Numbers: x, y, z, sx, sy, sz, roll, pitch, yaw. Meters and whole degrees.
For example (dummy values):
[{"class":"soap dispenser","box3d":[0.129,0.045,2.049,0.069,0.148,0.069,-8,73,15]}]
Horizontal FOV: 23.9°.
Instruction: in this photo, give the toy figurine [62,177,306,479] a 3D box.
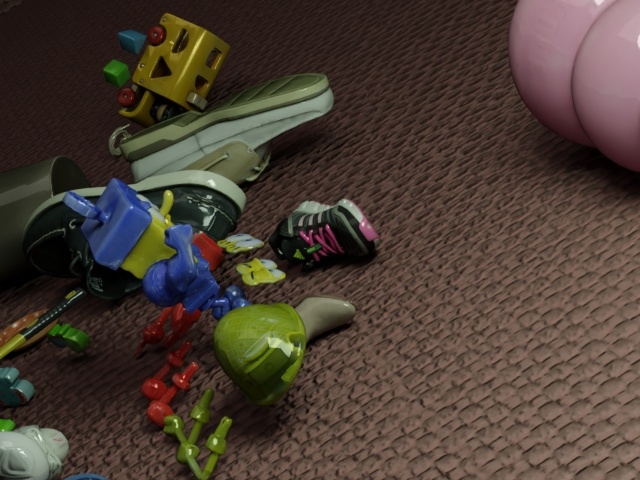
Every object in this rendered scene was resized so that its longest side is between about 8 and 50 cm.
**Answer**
[{"class":"toy figurine","box3d":[-0.169,0.044,1.440,0.191,0.217,0.362,-48,23,4]}]

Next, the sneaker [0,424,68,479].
[{"class":"sneaker","box3d":[-0.282,0.204,1.405,0.115,0.090,0.232,-32,0,-29]}]

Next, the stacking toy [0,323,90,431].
[{"class":"stacking toy","box3d":[-0.372,0.169,1.690,0.221,0.052,0.167,-7,34,37]}]

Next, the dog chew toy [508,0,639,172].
[{"class":"dog chew toy","box3d":[0.308,-0.154,1.388,0.206,0.207,0.332,-31,32,-2]}]

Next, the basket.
[{"class":"basket","box3d":[-0.418,-0.017,1.984,0.226,0.154,0.204,-18,12,17]}]

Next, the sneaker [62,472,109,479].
[{"class":"sneaker","box3d":[-0.266,0.285,1.296,0.090,0.081,0.232,-35,2,45]}]

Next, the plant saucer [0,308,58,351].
[{"class":"plant saucer","box3d":[-0.350,0.110,1.811,0.083,0.013,0.083,-22,21,9]}]

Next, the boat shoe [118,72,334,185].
[{"class":"boat shoe","box3d":[-0.106,-0.125,1.896,0.302,0.103,0.113,-16,14,30]}]

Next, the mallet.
[{"class":"mallet","box3d":[-0.340,0.110,1.670,0.062,0.039,0.189,6,38,43]}]

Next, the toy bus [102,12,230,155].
[{"class":"toy bus","box3d":[-0.213,-0.225,2.204,0.104,0.202,0.191,26,45,26]}]

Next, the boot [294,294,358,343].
[{"class":"boot","box3d":[-0.027,0.097,1.456,0.118,0.042,0.087,-11,36,38]}]

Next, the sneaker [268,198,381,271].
[{"class":"sneaker","box3d":[0.000,0.000,1.585,0.075,0.063,0.170,-39,20,-21]}]

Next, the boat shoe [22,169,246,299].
[{"class":"boat shoe","box3d":[-0.234,0.012,1.758,0.340,0.127,0.113,-9,54,33]}]
